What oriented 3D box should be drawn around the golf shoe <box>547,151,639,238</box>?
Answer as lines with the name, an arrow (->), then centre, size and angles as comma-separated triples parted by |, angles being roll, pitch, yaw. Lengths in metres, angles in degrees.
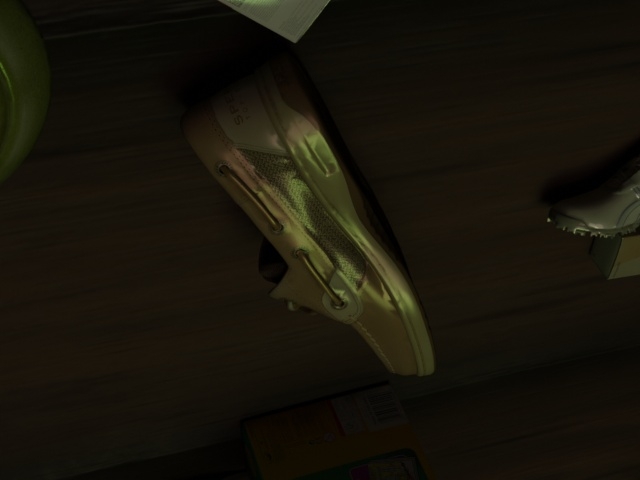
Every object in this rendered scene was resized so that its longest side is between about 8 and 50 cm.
golf shoe -> 0.294, -0.053, 1.052 | 0.176, 0.069, 0.086 | -11, 114, -19

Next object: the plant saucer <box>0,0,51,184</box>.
plant saucer -> -0.302, -0.093, 0.756 | 0.241, 0.037, 0.241 | -12, 133, -13

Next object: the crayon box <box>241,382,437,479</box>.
crayon box -> 0.039, 0.279, 1.075 | 0.165, 0.278, 0.081 | -13, 133, -13

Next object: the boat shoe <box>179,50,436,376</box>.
boat shoe -> 0.000, 0.000, 0.927 | 0.110, 0.121, 0.341 | -26, 126, 6

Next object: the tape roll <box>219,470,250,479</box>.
tape roll -> -0.050, 0.385, 1.159 | 0.246, 0.246, 0.169 | -1, 131, -23

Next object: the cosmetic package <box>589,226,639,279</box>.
cosmetic package -> 0.335, -0.001, 1.119 | 0.115, 0.041, 0.060 | -9, 133, -17

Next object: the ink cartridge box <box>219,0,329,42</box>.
ink cartridge box -> -0.045, -0.192, 0.785 | 0.115, 0.029, 0.063 | 23, 118, -36
